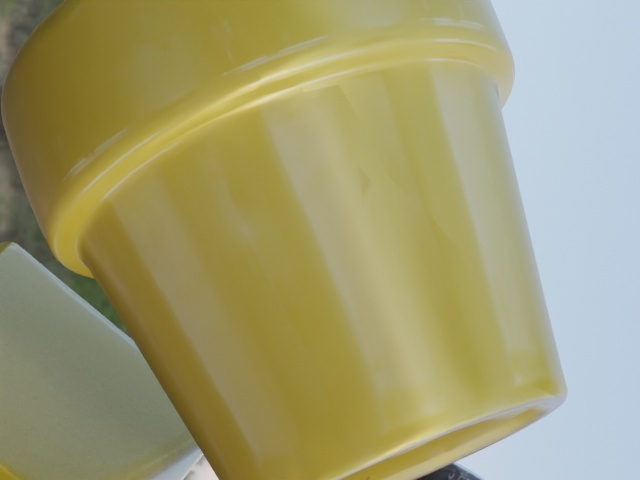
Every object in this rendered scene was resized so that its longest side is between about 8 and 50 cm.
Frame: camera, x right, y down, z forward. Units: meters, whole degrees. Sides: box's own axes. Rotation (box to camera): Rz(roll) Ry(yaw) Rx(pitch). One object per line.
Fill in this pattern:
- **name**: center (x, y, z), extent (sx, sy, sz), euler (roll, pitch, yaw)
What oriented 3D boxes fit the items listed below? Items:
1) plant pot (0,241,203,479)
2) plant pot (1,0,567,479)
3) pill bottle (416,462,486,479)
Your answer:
- **plant pot**: center (-0.228, 0.158, 0.903), extent (0.212, 0.212, 0.187), euler (-52, 177, 15)
- **plant pot**: center (0.000, 0.000, 0.658), extent (0.254, 0.254, 0.239), euler (119, -50, -65)
- **pill bottle**: center (0.026, 0.259, 0.829), extent (0.130, 0.245, 0.130), euler (34, -29, 22)
